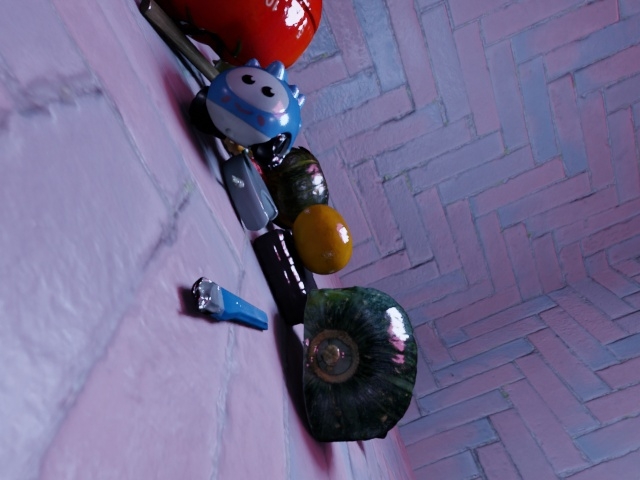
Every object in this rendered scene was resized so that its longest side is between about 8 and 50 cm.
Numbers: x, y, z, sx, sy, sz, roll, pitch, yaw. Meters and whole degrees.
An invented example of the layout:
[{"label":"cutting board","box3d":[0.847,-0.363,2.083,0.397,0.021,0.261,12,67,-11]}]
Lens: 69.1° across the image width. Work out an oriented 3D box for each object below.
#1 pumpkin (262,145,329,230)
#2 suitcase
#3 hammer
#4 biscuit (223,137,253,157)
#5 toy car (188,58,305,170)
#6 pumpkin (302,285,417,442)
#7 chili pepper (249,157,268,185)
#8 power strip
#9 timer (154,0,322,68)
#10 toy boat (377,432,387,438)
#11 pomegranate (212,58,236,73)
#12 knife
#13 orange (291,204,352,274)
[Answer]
[{"label":"pumpkin","box3d":[-0.066,-0.137,1.229,0.238,0.159,0.238,37,-45,50]},{"label":"suitcase","box3d":[-0.066,0.074,1.071,0.285,0.066,0.207,-16,83,-86]},{"label":"hammer","box3d":[-0.268,-0.389,0.998,0.365,0.043,0.111,33,72,-72]},{"label":"biscuit","box3d":[-0.174,-0.276,1.110,0.170,0.050,0.171,14,72,-53]},{"label":"toy car","box3d":[-0.123,-0.258,0.908,0.188,0.190,0.255,31,9,-1]},{"label":"pumpkin","box3d":[0.085,0.227,0.885,0.264,0.196,0.293,74,14,-56]},{"label":"chili pepper","box3d":[-0.174,-0.179,1.163,0.191,0.050,0.059,60,21,-1]},{"label":"power strip","box3d":[-0.154,-0.105,1.001,0.168,0.054,0.253,64,4,-5]},{"label":"timer","box3d":[-0.178,-0.545,1.008,0.377,0.279,0.378,28,4,-2]},{"label":"toy boat","box3d":[0.086,0.398,1.216,0.299,0.092,0.134,58,38,-29]},{"label":"pomegranate","box3d":[-0.248,-0.487,1.351,0.191,0.152,0.131,41,-10,45]},{"label":"knife","box3d":[-0.112,0.096,0.627,0.296,0.026,0.044,64,7,-71]},{"label":"orange","box3d":[0.000,0.000,1.009,0.156,0.124,0.156,58,-15,27]}]
